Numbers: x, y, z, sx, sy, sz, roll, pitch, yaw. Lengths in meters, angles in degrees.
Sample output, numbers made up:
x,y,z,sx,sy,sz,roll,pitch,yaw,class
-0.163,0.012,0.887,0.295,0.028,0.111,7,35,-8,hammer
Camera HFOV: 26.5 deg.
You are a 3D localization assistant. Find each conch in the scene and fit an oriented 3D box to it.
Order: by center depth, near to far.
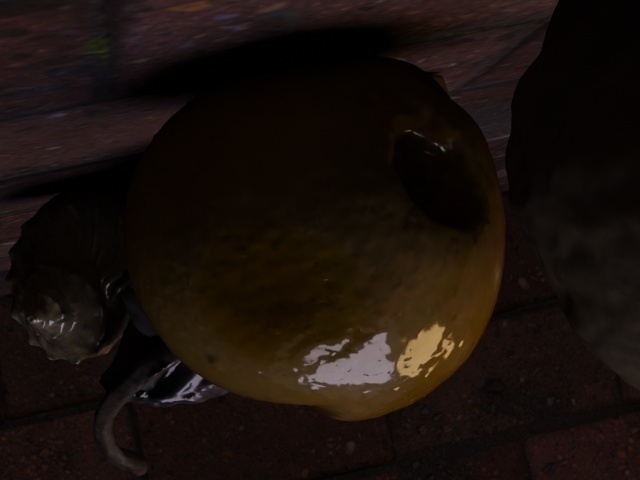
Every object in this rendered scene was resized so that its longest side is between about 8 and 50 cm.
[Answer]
x,y,z,sx,sy,sz,roll,pitch,yaw,class
-0.164,0.013,1.088,0.155,0.130,0.207,-9,-162,32,conch

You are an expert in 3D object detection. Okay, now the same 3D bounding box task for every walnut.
x,y,z,sx,sy,sz,roll,pitch,yaw,class
0.208,-0.037,0.572,0.248,0.248,0.248,-12,178,0,walnut

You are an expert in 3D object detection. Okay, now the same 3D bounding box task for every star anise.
x,y,z,sx,sy,sz,roll,pitch,yaw,class
-0.036,0.047,1.031,0.316,0.139,0.359,-24,150,-16,star anise

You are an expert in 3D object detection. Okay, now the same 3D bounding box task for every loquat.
x,y,z,sx,sy,sz,roll,pitch,yaw,class
-0.003,0.003,0.739,0.213,0.213,0.213,-12,178,0,loquat

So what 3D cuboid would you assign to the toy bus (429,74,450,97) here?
x,y,z,sx,sy,sz,roll,pitch,yaw,class
0.042,-0.078,0.875,0.058,0.052,0.102,-16,178,35,toy bus
